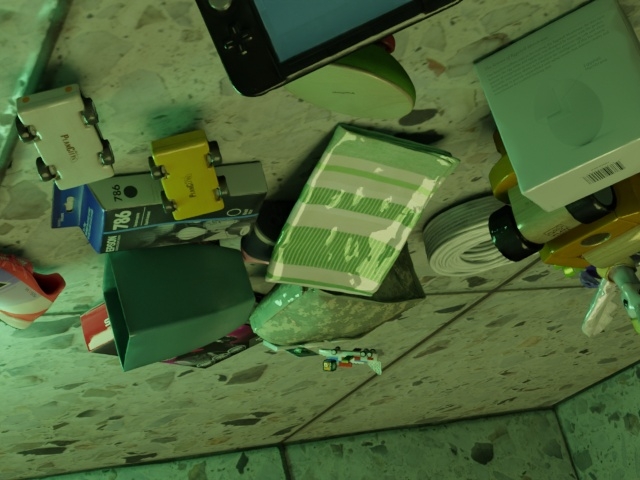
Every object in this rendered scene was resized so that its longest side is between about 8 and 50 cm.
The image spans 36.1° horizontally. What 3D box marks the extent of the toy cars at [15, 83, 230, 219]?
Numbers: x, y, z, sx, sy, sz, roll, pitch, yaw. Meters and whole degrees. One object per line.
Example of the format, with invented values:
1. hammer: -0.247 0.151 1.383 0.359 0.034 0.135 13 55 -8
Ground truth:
1. toy cars: -0.267 -0.132 1.366 0.176 0.087 0.393 -36 147 30

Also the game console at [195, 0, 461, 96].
1. game console: -0.027 -0.311 1.000 0.293 0.250 0.173 -22 -177 17

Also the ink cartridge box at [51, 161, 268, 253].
1. ink cartridge box: -0.262 -0.048 1.586 0.332 0.065 0.165 -7 156 -18

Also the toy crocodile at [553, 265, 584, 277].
1. toy crocodile: 0.581 0.009 2.230 0.115 0.105 0.340 -24 161 18

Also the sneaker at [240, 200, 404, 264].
1. sneaker: 0.000 0.000 1.810 0.318 0.112 0.131 8 147 -28

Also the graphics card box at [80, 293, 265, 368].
1. graphics card box: -0.282 0.174 2.047 0.232 0.094 0.371 -27 156 25

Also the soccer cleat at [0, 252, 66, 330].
1. soccer cleat: -0.546 0.056 1.619 0.116 0.109 0.318 -39 153 2

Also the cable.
1. cable: 0.337 -0.013 2.020 0.257 0.089 0.257 -24 155 21

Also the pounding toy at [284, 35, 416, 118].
1. pounding toy: 0.019 -0.248 1.286 0.236 0.110 0.183 13 170 6

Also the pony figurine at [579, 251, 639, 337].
1. pony figurine: 0.583 0.041 1.927 0.302 0.364 0.351 -37 160 20

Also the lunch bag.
1. lunch bag: 0.021 0.105 1.986 0.287 0.169 0.235 -2 156 -40

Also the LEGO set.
1. LEGO set: 0.008 0.244 2.061 0.182 0.060 0.244 -3 -173 -26

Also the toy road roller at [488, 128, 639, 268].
1. toy road roller: 0.427 -0.100 1.661 0.329 0.241 0.202 11 148 -40

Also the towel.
1. towel: 0.065 -0.039 1.674 0.247 0.038 0.325 10 127 -31

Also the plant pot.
1. plant pot: -0.245 0.101 1.716 0.234 0.166 0.165 -11 155 -21

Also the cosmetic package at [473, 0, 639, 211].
1. cosmetic package: 0.378 -0.196 1.438 0.224 0.225 0.138 -25 158 23

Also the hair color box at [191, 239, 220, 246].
1. hair color box: -0.258 0.022 1.773 0.141 0.043 0.072 -26 153 23
